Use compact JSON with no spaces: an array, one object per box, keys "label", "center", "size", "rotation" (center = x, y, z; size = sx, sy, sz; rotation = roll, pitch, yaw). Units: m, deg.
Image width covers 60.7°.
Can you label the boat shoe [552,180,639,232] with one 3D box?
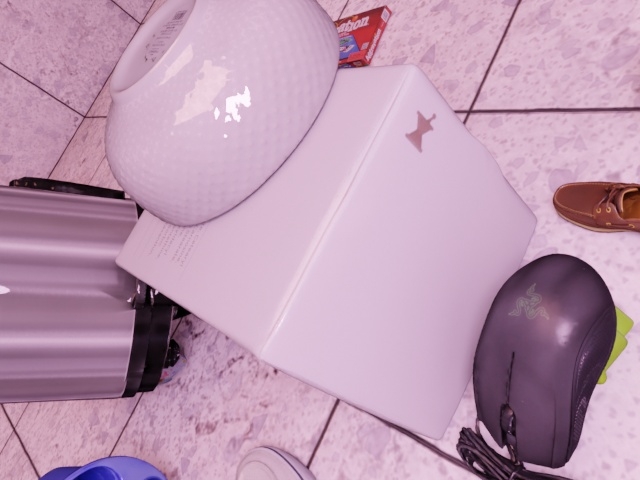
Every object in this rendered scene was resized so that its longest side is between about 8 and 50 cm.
[{"label":"boat shoe","center":[0.351,-0.042,0.632],"size":[0.178,0.060,0.064],"rotation":[23,81,50]}]

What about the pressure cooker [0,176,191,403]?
[{"label":"pressure cooker","center":[-0.419,0.099,0.966],"size":[0.370,0.420,0.376],"rotation":[-125,46,-55]}]

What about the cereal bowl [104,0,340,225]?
[{"label":"cereal bowl","center":[-0.149,-0.194,0.662],"size":[0.338,0.141,0.339],"rotation":[-26,46,30]}]

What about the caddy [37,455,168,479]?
[{"label":"caddy","center":[-0.351,0.503,0.822],"size":[0.179,0.241,0.342],"rotation":[-16,54,46]}]

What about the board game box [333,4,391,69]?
[{"label":"board game box","center":[0.026,-0.446,1.259],"size":[0.281,0.027,0.145],"rotation":[5,67,47]}]

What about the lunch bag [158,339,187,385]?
[{"label":"lunch bag","center":[-0.320,0.248,1.109],"size":[0.083,0.053,0.071],"rotation":[-46,39,-6]}]

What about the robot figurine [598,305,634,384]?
[{"label":"robot figurine","center":[0.279,0.116,0.590],"size":[0.115,0.067,0.101],"rotation":[-52,13,7]}]

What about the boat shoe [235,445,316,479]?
[{"label":"boat shoe","center":[-0.062,0.403,0.663],"size":[0.136,0.156,0.367],"rotation":[-44,41,13]}]

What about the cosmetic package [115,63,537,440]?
[{"label":"cosmetic package","center":[0.000,0.000,0.742],"size":[0.393,0.329,0.328],"rotation":[16,75,50]}]

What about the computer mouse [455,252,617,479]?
[{"label":"computer mouse","center":[0.212,0.148,0.546],"size":[0.188,0.072,0.273],"rotation":[18,105,53]}]
